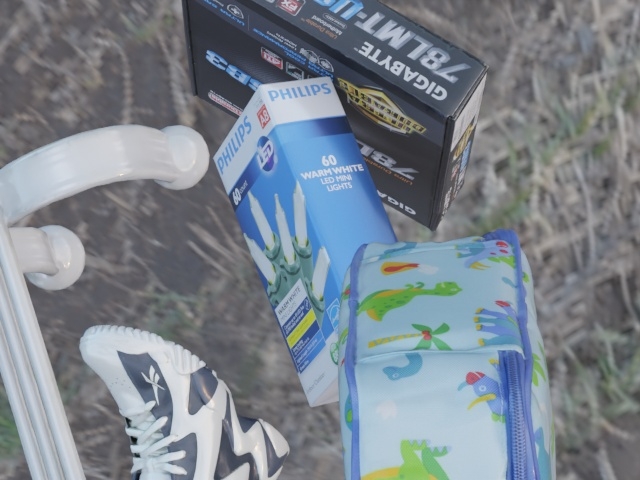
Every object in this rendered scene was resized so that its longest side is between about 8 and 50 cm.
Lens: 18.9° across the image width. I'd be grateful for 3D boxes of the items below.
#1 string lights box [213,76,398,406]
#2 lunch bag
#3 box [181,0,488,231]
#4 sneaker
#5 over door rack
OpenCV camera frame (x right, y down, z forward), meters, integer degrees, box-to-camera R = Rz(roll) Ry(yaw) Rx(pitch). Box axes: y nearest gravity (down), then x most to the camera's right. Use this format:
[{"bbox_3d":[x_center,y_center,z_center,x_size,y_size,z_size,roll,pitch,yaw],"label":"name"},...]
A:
[{"bbox_3d":[0.000,0.000,1.702,0.076,0.133,0.260,-11,67,-29],"label":"string lights box"},{"bbox_3d":[0.057,0.103,0.832,0.090,0.219,0.176,-3,108,3],"label":"lunch bag"},{"bbox_3d":[0.008,-0.152,1.817,0.295,0.293,0.073,31,71,9],"label":"box"},{"bbox_3d":[-0.141,0.190,1.689,0.094,0.235,0.153,-5,51,42],"label":"sneaker"},{"bbox_3d":[-0.114,0.126,0.615,0.324,0.108,0.239,-26,76,41],"label":"over door rack"}]
